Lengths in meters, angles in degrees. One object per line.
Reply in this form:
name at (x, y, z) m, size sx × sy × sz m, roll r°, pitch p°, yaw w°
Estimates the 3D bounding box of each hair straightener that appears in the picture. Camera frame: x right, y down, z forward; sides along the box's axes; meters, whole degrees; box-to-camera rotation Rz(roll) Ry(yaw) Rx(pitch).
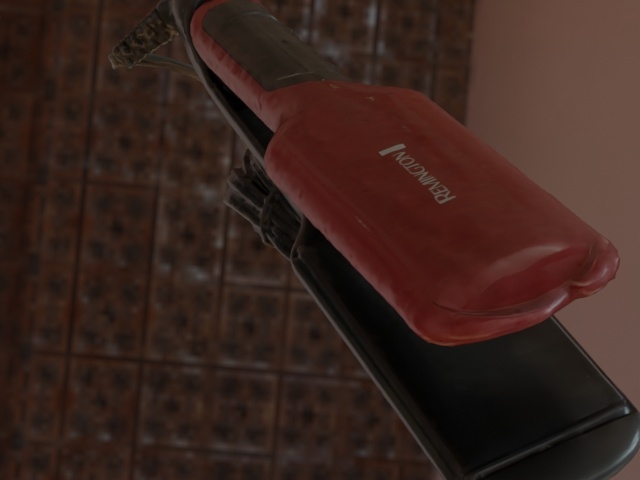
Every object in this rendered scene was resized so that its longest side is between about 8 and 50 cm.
hair straightener at (0.000, 0.000, 0.422) m, size 0.047 × 0.089 × 0.230 m, roll -25°, pitch 31°, yaw -17°
